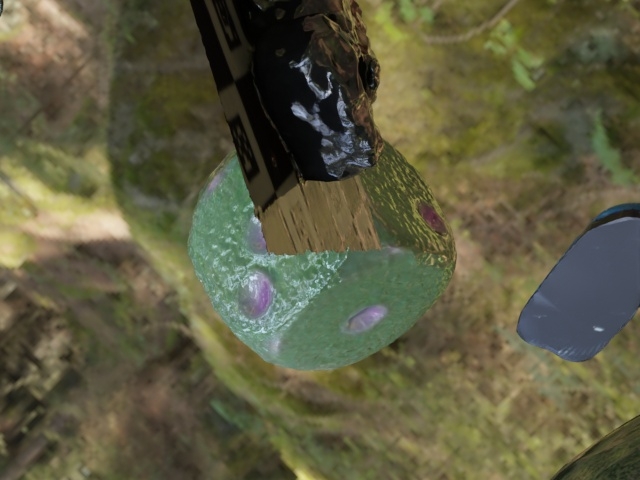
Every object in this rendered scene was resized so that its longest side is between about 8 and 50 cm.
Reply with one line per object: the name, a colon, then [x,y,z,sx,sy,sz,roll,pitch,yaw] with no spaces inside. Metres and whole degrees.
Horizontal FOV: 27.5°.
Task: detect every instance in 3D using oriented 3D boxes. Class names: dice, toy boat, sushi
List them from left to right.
sushi: [-0.005,-0.150,0.809,0.339,0.069,0.320,6,-113,-77]
dice: [0.000,0.000,2.119,0.318,0.322,0.330,16,-140,-52]
toy boat: [0.380,0.040,1.775,0.134,0.299,0.092,27,-135,-4]

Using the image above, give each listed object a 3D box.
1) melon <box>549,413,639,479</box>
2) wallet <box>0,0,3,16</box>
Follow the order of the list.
melon: [0.267,0.224,0.872,0.248,0.329,0.248,50,171,11]
wallet: [-0.371,-0.262,1.209,0.245,0.169,0.052,-6,179,44]
